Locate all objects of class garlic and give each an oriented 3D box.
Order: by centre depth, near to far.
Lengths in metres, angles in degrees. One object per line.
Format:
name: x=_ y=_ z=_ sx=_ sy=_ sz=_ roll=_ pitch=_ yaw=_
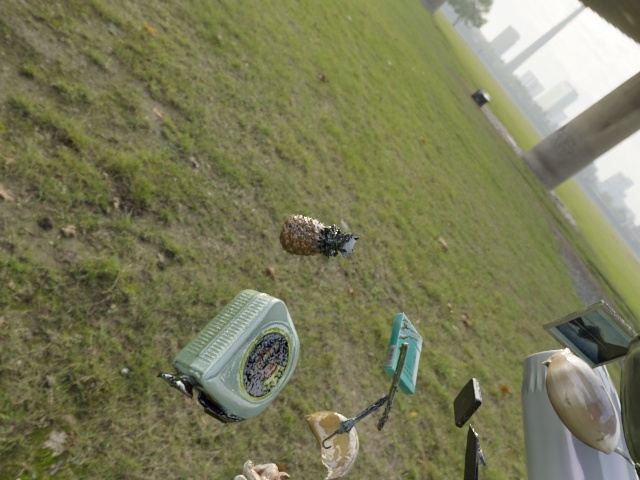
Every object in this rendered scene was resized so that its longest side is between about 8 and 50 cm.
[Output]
garlic: x=0.542 y=0.349 z=1.018 sx=0.148 sy=0.128 sz=0.267 roll=-12 pitch=72 yaw=-25
garlic: x=0.047 y=0.795 z=1.918 sx=0.196 sy=0.151 sz=0.338 roll=9 pitch=26 yaw=-16

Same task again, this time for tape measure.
tape measure: x=-0.149 y=0.222 z=0.902 sx=0.235 sy=0.115 sz=0.207 roll=-47 pitch=138 yaw=-35

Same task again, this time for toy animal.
toy animal: x=-0.136 y=0.737 z=1.460 sx=0.184 sy=0.104 sz=0.185 roll=18 pitch=14 yaw=-32

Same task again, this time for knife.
knife: x=0.283 y=0.464 z=0.966 sx=0.028 sy=0.060 sz=0.230 roll=16 pitch=57 yaw=-8

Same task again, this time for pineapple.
pineapple: x=0.000 y=0.000 z=1.864 sx=0.278 sy=0.158 sz=0.158 roll=14 pitch=23 yaw=12

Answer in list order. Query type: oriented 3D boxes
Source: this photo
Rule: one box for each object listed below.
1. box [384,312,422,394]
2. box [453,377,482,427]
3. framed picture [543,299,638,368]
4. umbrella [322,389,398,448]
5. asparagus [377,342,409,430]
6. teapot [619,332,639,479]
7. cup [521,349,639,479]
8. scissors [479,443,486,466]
box: x=0.293 y=0.392 z=1.782 sx=0.162 sy=0.041 sz=0.229 roll=53 pitch=39 yaw=-30
box: x=0.462 y=0.509 z=1.608 sx=0.027 sy=0.126 sz=0.125 roll=27 pitch=25 yaw=-1
framed picture: x=0.653 y=0.229 z=1.212 sx=0.203 sy=0.150 sz=0.015 roll=39 pitch=38 yaw=-21
umbrella: x=0.110 y=0.496 z=1.457 sx=0.044 sy=0.269 sz=0.044 roll=47 pitch=-19 yaw=29
asparagus: x=0.199 y=0.398 z=1.390 sx=0.025 sy=0.248 sz=0.024 roll=16 pitch=-3 yaw=24
teapot: x=0.555 y=0.290 z=0.689 sx=0.321 sy=0.239 sz=0.239 roll=37 pitch=64 yaw=-13
cup: x=0.659 y=0.491 z=1.331 sx=0.253 sy=0.253 sz=0.371 roll=29 pitch=54 yaw=-39
scissors: x=0.447 y=0.592 z=1.430 sx=0.039 sy=0.012 sz=0.113 roll=-91 pitch=159 yaw=-50
